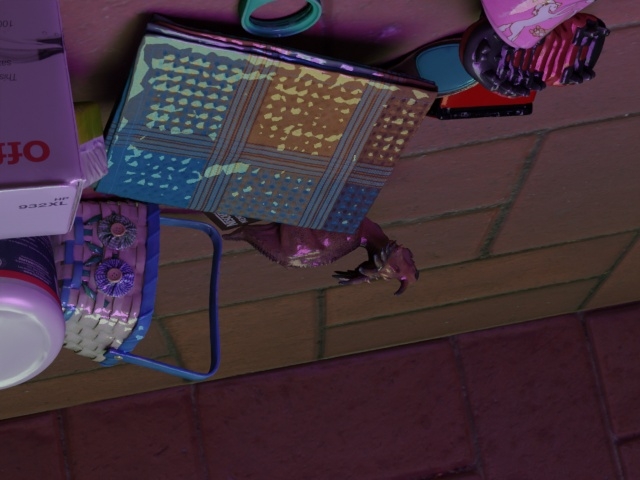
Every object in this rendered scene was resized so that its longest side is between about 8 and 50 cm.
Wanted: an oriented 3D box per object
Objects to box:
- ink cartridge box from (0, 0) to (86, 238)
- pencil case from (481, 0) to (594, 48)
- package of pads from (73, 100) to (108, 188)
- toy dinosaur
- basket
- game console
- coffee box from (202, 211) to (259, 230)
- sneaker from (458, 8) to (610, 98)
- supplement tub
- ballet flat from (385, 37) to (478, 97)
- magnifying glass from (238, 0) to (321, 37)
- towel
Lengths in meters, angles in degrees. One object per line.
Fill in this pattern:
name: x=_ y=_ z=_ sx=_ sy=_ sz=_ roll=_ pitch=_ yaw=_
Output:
ink cartridge box: x=-0.334 y=-0.156 z=1.107 sx=0.223 sy=0.308 sz=0.129 roll=-6 pitch=162 yaw=-17
pencil case: x=0.330 y=-0.324 z=1.265 sx=0.386 sy=0.167 sz=0.160 roll=-21 pitch=120 yaw=29
package of pads: x=-0.379 y=-0.075 z=1.398 sx=0.229 sy=0.101 sz=0.296 roll=-7 pitch=-169 yaw=10
toy dinosaur: x=0.000 y=0.000 z=2.003 sx=0.295 sy=0.200 sz=0.127 roll=-10 pitch=163 yaw=-4
basket: x=-0.281 y=0.071 z=1.961 sx=0.288 sy=0.255 sz=0.201 roll=14 pitch=149 yaw=-32
game console: x=0.217 y=-0.211 z=1.789 sx=0.144 sy=0.085 sz=0.124 roll=-5 pitch=-167 yaw=-20
coffee box: x=-0.112 y=-0.106 z=1.764 sx=0.141 sy=0.098 sz=0.246 roll=-14 pitch=162 yaw=8
sneaker: x=0.219 y=-0.230 z=1.507 sx=0.276 sy=0.135 sz=0.098 roll=-16 pitch=129 yaw=-52
supplement tub: x=-0.428 y=0.033 z=1.640 sx=0.191 sy=0.272 sz=0.191 roll=-11 pitch=139 yaw=-10
ballet flat: x=0.131 y=-0.211 z=1.676 sx=0.206 sy=0.073 sz=0.067 roll=-16 pitch=-170 yaw=23
magnifying glass: x=-0.059 y=-0.271 z=1.400 sx=0.092 sy=0.026 sz=0.231 roll=-14 pitch=162 yaw=10
towel: x=-0.074 y=-0.127 z=1.580 sx=0.370 sy=0.040 sz=0.271 roll=9 pitch=135 yaw=-24
